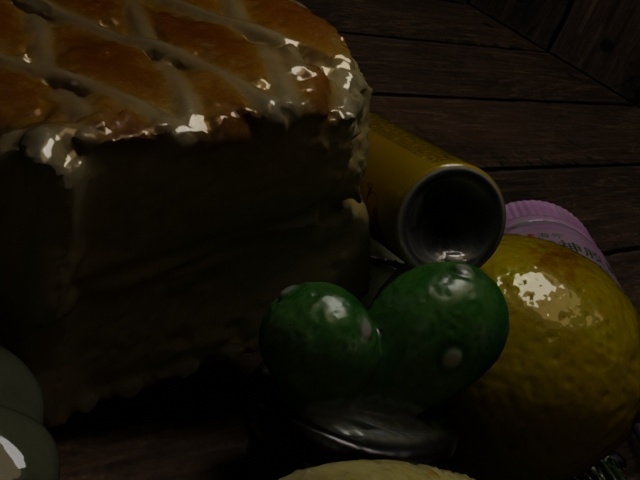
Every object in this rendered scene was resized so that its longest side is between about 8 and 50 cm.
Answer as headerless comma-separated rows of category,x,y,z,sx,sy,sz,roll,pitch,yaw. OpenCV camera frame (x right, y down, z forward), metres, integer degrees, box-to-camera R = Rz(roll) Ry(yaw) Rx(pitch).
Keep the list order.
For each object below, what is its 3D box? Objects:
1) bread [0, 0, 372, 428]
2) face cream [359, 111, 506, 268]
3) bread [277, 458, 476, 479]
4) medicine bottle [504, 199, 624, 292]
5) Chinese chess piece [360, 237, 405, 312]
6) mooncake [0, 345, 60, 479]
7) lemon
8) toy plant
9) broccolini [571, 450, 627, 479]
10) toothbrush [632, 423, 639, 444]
bread,-0.185,-0.076,1.300,0.371,0.279,0.390,-16,40,-31
face cream,0.060,-0.059,1.430,0.105,0.105,0.349,17,9,-21
bread,0.112,0.300,1.010,0.236,0.165,0.375,12,23,-43
medicine bottle,0.251,0.083,1.674,0.178,0.178,0.290,22,21,-10
Chinese chess piece,0.000,0.000,1.634,0.349,0.146,0.349,23,21,-9
mooncake,-0.299,0.131,0.996,0.275,0.135,0.275,26,19,-10
lemon,0.166,0.111,1.402,0.267,0.267,0.267,22,21,-9
toy plant,0.038,0.123,1.230,0.218,0.235,0.175,4,24,-34
broccolini,0.330,0.278,1.495,0.271,0.062,0.123,40,29,16
toothbrush,0.349,0.203,1.673,0.029,0.024,0.354,14,16,-4
